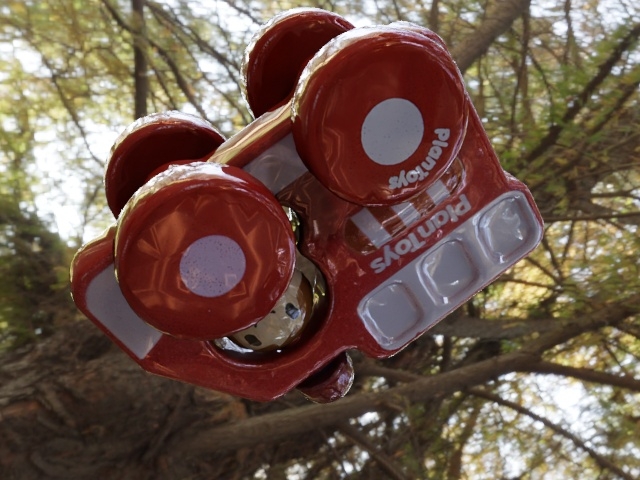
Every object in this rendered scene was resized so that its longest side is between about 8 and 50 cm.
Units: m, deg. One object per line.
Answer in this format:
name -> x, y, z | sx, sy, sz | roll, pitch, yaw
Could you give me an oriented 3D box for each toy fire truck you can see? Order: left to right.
toy fire truck -> 0.000, 0.000, 0.464 | 0.254, 0.302, 0.169 | 53, -3, -30
